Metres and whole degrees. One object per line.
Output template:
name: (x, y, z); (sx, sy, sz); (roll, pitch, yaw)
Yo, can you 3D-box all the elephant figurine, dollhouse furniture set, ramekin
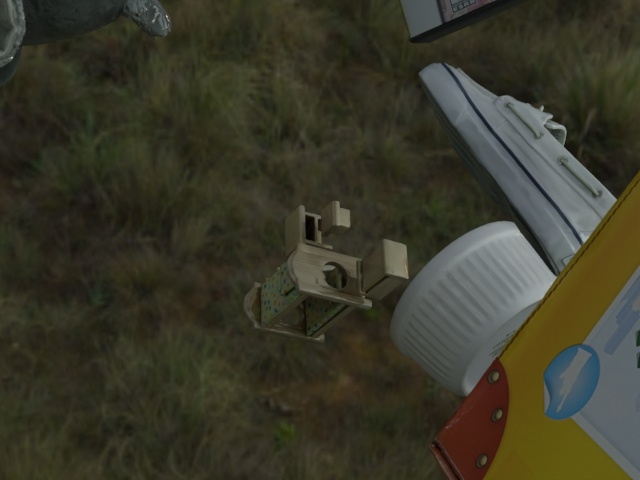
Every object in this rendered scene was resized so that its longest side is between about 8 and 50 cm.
elephant figurine: (-0.283, -0.190, 0.886); (0.239, 0.169, 0.186); (-42, 62, -9)
dollhouse furniture set: (0.000, 0.000, 1.236); (0.101, 0.182, 0.161); (15, 56, -26)
ramekin: (0.195, 0.088, 1.313); (0.207, 0.207, 0.109); (-24, 55, -28)

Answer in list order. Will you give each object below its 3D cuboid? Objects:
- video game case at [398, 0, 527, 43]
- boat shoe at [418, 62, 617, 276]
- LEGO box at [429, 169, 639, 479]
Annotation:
video game case: (0.154, -0.324, 0.913); (0.275, 0.248, 0.035); (-18, -3, 39)
boat shoe: (0.161, -0.069, 0.891); (0.076, 0.083, 0.226); (-31, 60, 1)
LEGO box: (0.297, 0.107, 0.426); (0.193, 0.372, 0.500); (31, 12, -25)
